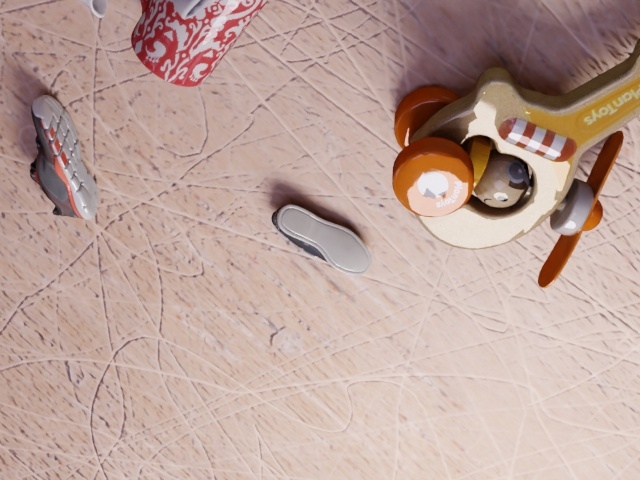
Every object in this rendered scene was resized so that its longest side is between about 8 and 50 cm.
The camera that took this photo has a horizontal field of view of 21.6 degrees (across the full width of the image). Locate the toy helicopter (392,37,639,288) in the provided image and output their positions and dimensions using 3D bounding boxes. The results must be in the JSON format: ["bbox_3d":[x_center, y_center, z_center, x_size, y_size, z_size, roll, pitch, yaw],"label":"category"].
[{"bbox_3d":[0.257,-0.099,1.739,0.355,0.140,0.235,-31,116,21],"label":"toy helicopter"}]

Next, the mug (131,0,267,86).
[{"bbox_3d":[-0.122,-0.260,1.715,0.113,0.150,0.169,-3,142,-43],"label":"mug"}]

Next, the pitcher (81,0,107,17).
[{"bbox_3d":[-0.290,-0.309,1.654,0.207,0.126,0.178,22,165,-10],"label":"pitcher"}]

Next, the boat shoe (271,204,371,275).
[{"bbox_3d":[0.000,0.000,1.891,0.125,0.038,0.046,27,80,-17],"label":"boat shoe"}]

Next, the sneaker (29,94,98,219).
[{"bbox_3d":[-0.300,-0.086,1.862,0.064,0.061,0.158,-6,122,18],"label":"sneaker"}]

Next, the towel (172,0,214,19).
[{"bbox_3d":[-0.123,-0.392,1.493,0.317,0.053,0.332,59,145,-1],"label":"towel"}]
